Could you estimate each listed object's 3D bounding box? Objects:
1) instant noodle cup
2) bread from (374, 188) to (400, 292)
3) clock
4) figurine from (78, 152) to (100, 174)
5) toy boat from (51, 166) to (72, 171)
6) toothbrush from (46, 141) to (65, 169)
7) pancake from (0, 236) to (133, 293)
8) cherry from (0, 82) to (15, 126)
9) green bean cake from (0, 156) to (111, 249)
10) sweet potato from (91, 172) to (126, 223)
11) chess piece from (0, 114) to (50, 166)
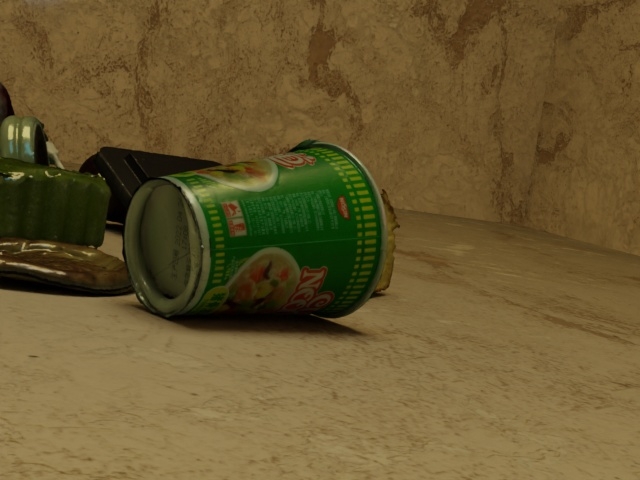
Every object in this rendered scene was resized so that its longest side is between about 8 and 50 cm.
[{"bbox_3d":[-0.081,-0.004,1.223,0.232,0.207,0.207,-6,14,-41],"label":"instant noodle cup"},{"bbox_3d":[0.002,-0.003,1.530,0.147,0.160,0.260,2,5,22],"label":"bread"},{"bbox_3d":[-0.216,-0.074,1.920,0.273,0.049,0.279,5,31,-40],"label":"clock"},{"bbox_3d":[-0.345,-0.088,2.153,0.245,0.110,0.138,13,20,-33],"label":"figurine"},{"bbox_3d":[-0.596,-0.124,2.236,0.282,0.078,0.127,11,5,18],"label":"toy boat"},{"bbox_3d":[-0.407,-0.084,1.835,0.030,0.030,0.304,6,27,-32],"label":"toothbrush"},{"bbox_3d":[-0.324,0.024,1.291,0.250,0.031,0.250,9,4,-1],"label":"pancake"},{"bbox_3d":[-0.637,-0.179,1.966,0.296,0.218,0.255,-1,-19,-4],"label":"cherry"},{"bbox_3d":[-0.412,-0.054,1.558,0.214,0.113,0.200,13,7,43],"label":"green bean cake"},{"bbox_3d":[-0.340,-0.067,1.961,0.124,0.098,0.310,23,16,40],"label":"sweet potato"},{"bbox_3d":[-0.584,-0.104,1.789,0.298,0.176,0.176,-5,7,-6],"label":"chess piece"}]
